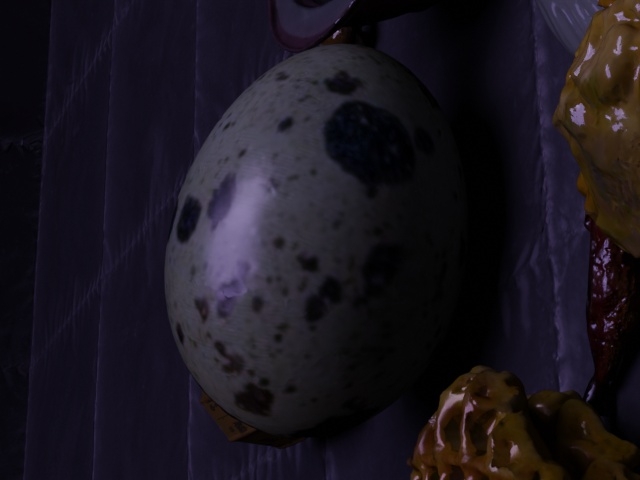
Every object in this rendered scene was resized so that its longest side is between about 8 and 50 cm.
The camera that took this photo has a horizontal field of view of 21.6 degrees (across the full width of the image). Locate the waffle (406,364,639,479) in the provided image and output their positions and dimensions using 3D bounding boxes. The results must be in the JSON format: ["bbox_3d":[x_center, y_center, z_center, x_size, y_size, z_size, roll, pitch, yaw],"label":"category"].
[{"bbox_3d":[0.157,0.261,1.271,0.324,0.151,0.261,-109,23,-47],"label":"waffle"}]

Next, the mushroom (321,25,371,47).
[{"bbox_3d":[0.016,-0.211,1.982,0.187,0.061,0.060,116,169,-63],"label":"mushroom"}]

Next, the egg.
[{"bbox_3d":[0.000,0.000,1.603,0.287,0.287,0.379,-154,77,-68],"label":"egg"}]

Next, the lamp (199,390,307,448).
[{"bbox_3d":[-0.045,0.144,1.848,0.185,0.161,0.161,137,137,-59],"label":"lamp"}]

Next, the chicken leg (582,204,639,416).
[{"bbox_3d":[0.233,0.030,1.328,0.089,0.048,0.219,76,-164,-84],"label":"chicken leg"}]

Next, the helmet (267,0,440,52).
[{"bbox_3d":[0.068,-0.349,1.692,0.271,0.197,0.338,-4,84,61],"label":"helmet"}]

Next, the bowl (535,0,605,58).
[{"bbox_3d":[0.238,-0.261,1.283,0.337,0.157,0.337,-172,90,-69],"label":"bowl"}]

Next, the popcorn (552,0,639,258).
[{"bbox_3d":[0.261,-0.078,1.090,0.250,0.190,0.250,57,172,13],"label":"popcorn"}]
